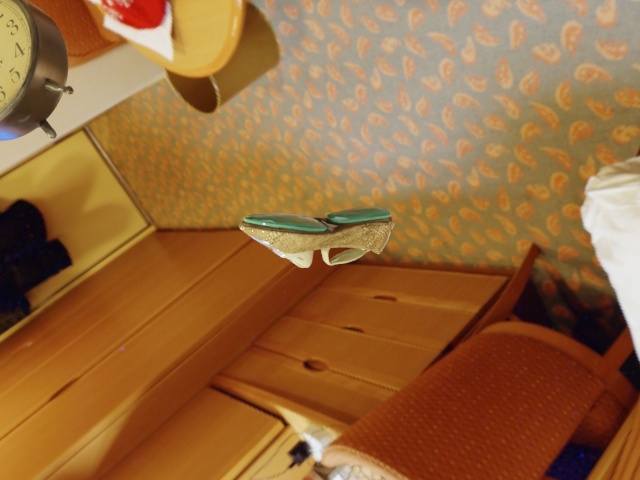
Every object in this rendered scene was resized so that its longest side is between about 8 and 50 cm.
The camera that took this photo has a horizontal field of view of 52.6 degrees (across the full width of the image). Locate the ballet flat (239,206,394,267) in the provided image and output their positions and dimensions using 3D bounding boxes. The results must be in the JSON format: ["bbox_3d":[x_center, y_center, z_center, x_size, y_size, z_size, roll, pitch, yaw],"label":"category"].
[{"bbox_3d":[0.000,0.000,0.782,0.073,0.206,0.067,38,126,57],"label":"ballet flat"}]

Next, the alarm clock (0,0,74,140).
[{"bbox_3d":[-0.299,-0.170,0.575,0.192,0.129,0.064,56,-171,8],"label":"alarm clock"}]
